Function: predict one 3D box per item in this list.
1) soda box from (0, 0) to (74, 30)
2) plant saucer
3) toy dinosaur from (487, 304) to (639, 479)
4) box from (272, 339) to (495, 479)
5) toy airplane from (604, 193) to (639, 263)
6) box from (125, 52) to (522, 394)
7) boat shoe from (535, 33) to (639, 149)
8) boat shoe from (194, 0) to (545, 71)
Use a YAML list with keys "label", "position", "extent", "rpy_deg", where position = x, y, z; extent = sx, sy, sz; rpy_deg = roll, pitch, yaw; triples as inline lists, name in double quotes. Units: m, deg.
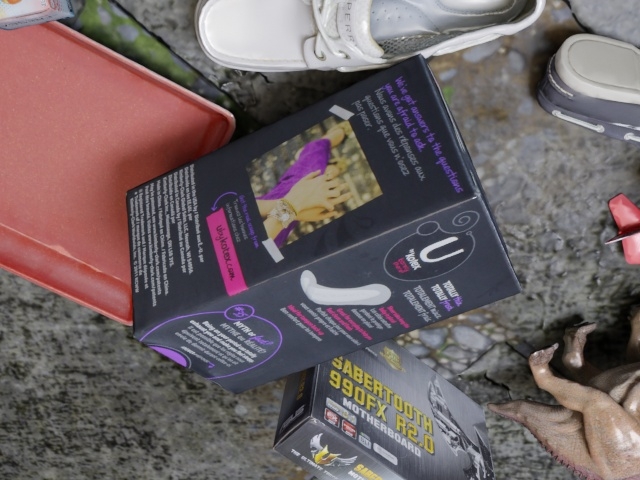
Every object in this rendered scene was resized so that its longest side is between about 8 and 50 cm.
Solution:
- label: "soda box"
  position: [-0.239, -0.252, 0.508]
  extent: [0.058, 0.063, 0.183]
  rpy_deg: [-11, 102, 0]
- label: "plant saucer"
  position: [-0.239, -0.074, 0.644]
  extent: [0.259, 0.047, 0.259]
  rpy_deg: [27, 119, -9]
- label: "toy dinosaur"
  position: [0.303, 0.165, 0.626]
  extent: [0.296, 0.127, 0.200]
  rpy_deg: [-21, 83, 19]
- label: "box"
  position: [0.071, 0.180, 0.678]
  extent: [0.231, 0.183, 0.056]
  rpy_deg: [38, 117, -14]
- label: "toy airplane"
  position: [0.329, -0.021, 0.624]
  extent: [0.151, 0.028, 0.151]
  rpy_deg: [2, 103, 8]
- label: "box"
  position: [0.000, 0.000, 0.570]
  extent: [0.271, 0.143, 0.165]
  rpy_deg: [-22, 146, 14]
- label: "boat shoe"
  position: [0.278, -0.108, 0.575]
  extent: [0.206, 0.075, 0.065]
  rpy_deg: [17, 154, -7]
- label: "boat shoe"
  position: [0.029, -0.178, 0.530]
  extent: [0.277, 0.096, 0.098]
  rpy_deg: [-7, 118, 10]
